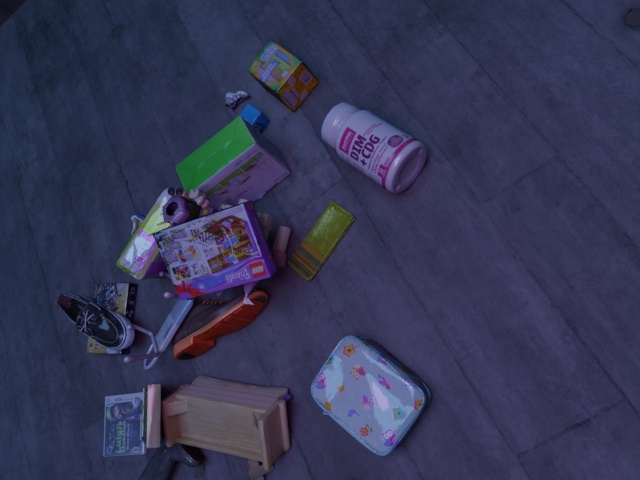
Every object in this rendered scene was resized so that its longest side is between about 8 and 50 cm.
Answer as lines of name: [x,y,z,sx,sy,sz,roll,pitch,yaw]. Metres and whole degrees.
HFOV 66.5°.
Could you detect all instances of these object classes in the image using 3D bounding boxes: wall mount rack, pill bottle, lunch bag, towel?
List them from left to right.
wall mount rack: [-0.479,0.233,1.460,0.350,0.130,0.304,-60,26,-3]
towel: [0.000,0.000,1.462,0.102,0.021,0.237,37,93,26]
lunch bag: [0.121,0.394,1.258,0.279,0.108,0.224,35,95,28]
pill bottle: [0.145,-0.270,1.386,0.283,0.160,0.160,39,94,28]

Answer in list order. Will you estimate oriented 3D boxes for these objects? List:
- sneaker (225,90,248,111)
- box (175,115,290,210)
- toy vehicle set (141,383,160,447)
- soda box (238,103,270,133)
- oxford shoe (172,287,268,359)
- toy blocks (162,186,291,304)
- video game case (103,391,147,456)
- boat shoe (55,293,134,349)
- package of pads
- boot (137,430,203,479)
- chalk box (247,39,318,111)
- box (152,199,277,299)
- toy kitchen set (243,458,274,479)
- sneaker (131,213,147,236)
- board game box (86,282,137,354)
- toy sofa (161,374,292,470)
sneaker: [-0.295,-0.486,1.713,0.098,0.038,0.069,4,80,35]
box: [-0.264,-0.217,1.519,0.261,0.231,0.127,-35,65,13]
toy vehicle set: [-0.506,0.515,1.455,0.267,0.035,0.166,145,124,-63]
soda box: [-0.267,-0.348,1.645,0.071,0.067,0.210,37,94,27]
oxford shoe: [-0.324,0.226,1.495,0.363,0.130,0.133,-33,60,14]
toy blocks: [-0.287,0.033,1.421,0.288,0.309,0.260,9,76,26]
video game case: [-0.639,0.602,1.598,0.173,0.022,0.191,-13,72,21]
boat shoe: [-0.770,0.274,1.638,0.335,0.119,0.121,20,86,27]
package of pads: [-0.503,-0.017,1.562,0.101,0.229,0.297,32,87,2]
boot: [-0.458,0.695,1.464,0.189,0.076,0.209,22,80,41]
chalk box: [-0.139,-0.550,1.603,0.213,0.132,0.132,42,96,28]
box: [-0.282,0.031,1.299,0.293,0.057,0.201,-15,101,20]
toy kitchen set: [-0.178,0.628,1.383,0.068,0.075,0.083,-19,104,-19]
sneaker: [-0.624,0.005,1.710,0.080,0.081,0.211,-20,72,17]
board game box: [-0.732,0.273,1.713,0.164,0.042,0.244,-4,76,24]
toy sofa: [-0.260,0.511,1.398,0.362,0.177,0.150,0,101,24]
